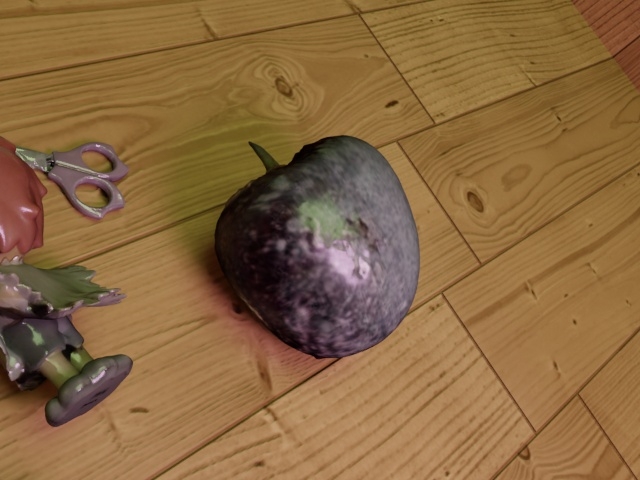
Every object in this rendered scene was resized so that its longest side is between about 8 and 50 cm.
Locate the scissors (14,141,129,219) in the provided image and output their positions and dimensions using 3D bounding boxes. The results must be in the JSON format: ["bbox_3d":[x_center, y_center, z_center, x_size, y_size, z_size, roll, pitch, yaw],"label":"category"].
[{"bbox_3d":[-0.327,-0.094,0.938,0.212,0.021,0.110,20,50,-27],"label":"scissors"}]

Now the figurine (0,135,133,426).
[{"bbox_3d":[-0.334,0.002,0.786,0.387,0.166,0.207,50,11,5],"label":"figurine"}]

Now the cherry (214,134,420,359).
[{"bbox_3d":[0.000,0.000,0.987,0.255,0.218,0.296,-38,101,-48],"label":"cherry"}]
